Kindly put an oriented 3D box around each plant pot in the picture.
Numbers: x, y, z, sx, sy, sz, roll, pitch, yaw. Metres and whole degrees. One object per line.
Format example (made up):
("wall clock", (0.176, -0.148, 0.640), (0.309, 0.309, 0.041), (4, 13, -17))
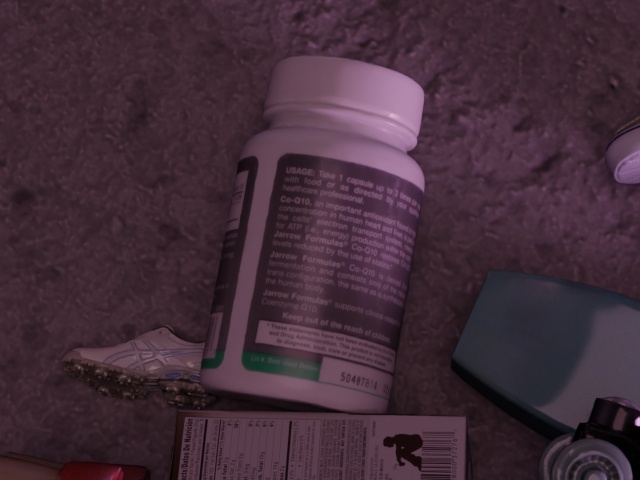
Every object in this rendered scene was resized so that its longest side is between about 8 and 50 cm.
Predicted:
("plant pot", (0.265, 0.133, 1.541), (0.234, 0.165, 0.166), (23, 81, 9))

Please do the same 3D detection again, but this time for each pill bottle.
("pill bottle", (0.000, 0.000, 1.543), (0.204, 0.204, 0.361), (10, 80, 3))

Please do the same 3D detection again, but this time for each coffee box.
("coffee box", (0.005, 0.257, 1.487), (0.297, 0.168, 0.119), (0, 64, 9))

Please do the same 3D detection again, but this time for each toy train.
("toy train", (0.277, 0.321, 1.362), (0.190, 0.142, 0.334), (18, 85, 4))

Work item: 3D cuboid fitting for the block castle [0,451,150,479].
("block castle", (-0.279, 0.436, 1.419), (0.212, 0.303, 0.453), (12, 81, 2))

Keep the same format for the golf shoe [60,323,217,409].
("golf shoe", (-0.195, 0.132, 1.603), (0.176, 0.069, 0.086), (10, 60, 0))

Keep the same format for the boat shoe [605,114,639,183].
("boat shoe", (0.447, -0.151, 1.627), (0.302, 0.109, 0.094), (-20, 64, -12))
